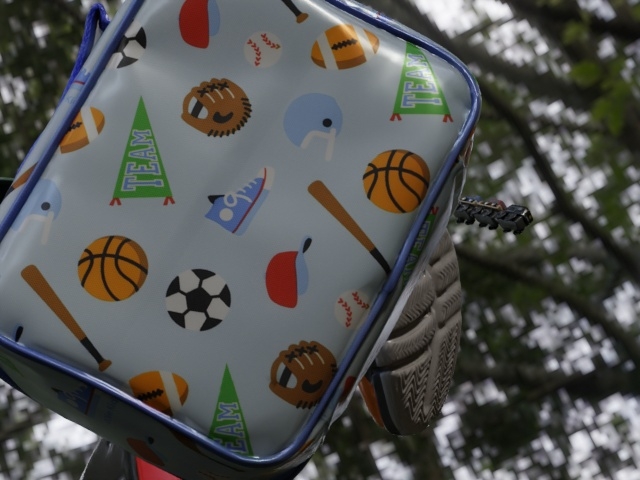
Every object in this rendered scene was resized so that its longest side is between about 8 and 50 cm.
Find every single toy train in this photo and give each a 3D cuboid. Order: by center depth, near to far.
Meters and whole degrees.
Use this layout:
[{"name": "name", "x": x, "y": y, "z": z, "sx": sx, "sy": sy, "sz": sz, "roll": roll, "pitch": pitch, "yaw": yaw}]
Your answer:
[{"name": "toy train", "x": 0.190, "y": -0.031, "z": 2.084, "sx": 0.036, "sy": 0.158, "sz": 0.027, "roll": -37, "pitch": -70, "yaw": -16}]

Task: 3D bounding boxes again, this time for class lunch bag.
[{"name": "lunch bag", "x": -0.058, "y": -0.022, "z": 1.091, "sx": 0.303, "sy": 0.243, "sz": 0.115, "roll": -61, "pitch": -7, "yaw": -19}]

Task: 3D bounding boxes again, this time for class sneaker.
[{"name": "sneaker", "x": 0.000, "y": 0.000, "z": 1.493, "sx": 0.180, "sy": 0.321, "sz": 0.124, "roll": -5, "pitch": 10, "yaw": 33}]

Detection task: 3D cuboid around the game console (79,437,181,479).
[{"name": "game console", "x": -0.213, "y": 0.370, "z": 1.759, "sx": 0.060, "sy": 0.386, "sz": 0.342, "roll": 20, "pitch": -70, "yaw": -18}]

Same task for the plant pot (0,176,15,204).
[{"name": "plant pot", "x": -0.380, "y": 0.038, "z": 2.083, "sx": 0.234, "sy": 0.166, "sz": 0.165, "roll": -14, "pitch": -9, "yaw": 34}]
